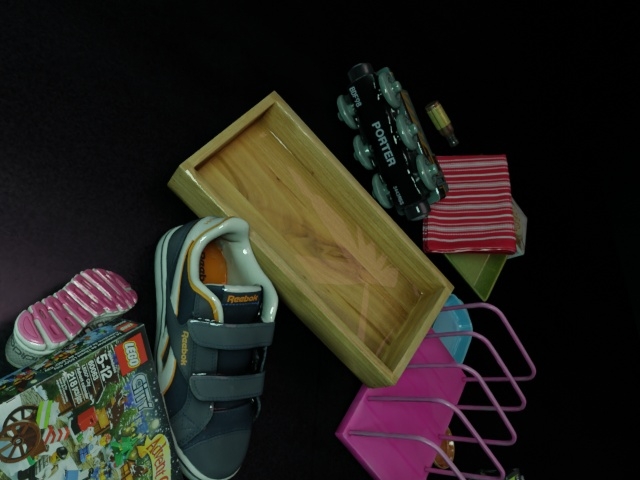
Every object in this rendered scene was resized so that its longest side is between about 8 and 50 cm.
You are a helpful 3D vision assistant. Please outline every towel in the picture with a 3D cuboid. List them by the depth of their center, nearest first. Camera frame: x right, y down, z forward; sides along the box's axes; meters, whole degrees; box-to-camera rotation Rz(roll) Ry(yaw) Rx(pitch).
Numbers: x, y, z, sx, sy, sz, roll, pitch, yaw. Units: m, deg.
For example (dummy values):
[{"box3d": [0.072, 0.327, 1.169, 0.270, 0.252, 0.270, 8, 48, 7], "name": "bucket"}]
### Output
[{"box3d": [0.333, -0.087, 1.217, 0.031, 0.199, 0.274, 76, 17, -58], "name": "towel"}]

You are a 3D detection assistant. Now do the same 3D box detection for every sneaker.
[{"box3d": [-0.259, 0.084, 0.557, 0.063, 0.075, 0.170, 44, 19, -2], "name": "sneaker"}, {"box3d": [-0.124, 0.123, 0.640, 0.126, 0.128, 0.320, 3, 72, -50], "name": "sneaker"}]

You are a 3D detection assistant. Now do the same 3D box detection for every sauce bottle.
[{"box3d": [0.321, -0.305, 1.407, 0.128, 0.042, 0.042, 55, 41, -19], "name": "sauce bottle"}]

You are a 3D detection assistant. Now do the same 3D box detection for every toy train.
[{"box3d": [0.154, -0.202, 1.106, 0.190, 0.142, 0.333, -21, 88, -63], "name": "toy train"}]

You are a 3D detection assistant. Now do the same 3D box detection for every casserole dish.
[{"box3d": [0.264, 0.194, 1.117, 0.114, 0.037, 0.188, 57, 40, -13], "name": "casserole dish"}]

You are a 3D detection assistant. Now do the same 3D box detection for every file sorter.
[{"box3d": [0.208, 0.267, 0.877, 0.202, 0.182, 0.290, 54, 49, -18], "name": "file sorter"}]

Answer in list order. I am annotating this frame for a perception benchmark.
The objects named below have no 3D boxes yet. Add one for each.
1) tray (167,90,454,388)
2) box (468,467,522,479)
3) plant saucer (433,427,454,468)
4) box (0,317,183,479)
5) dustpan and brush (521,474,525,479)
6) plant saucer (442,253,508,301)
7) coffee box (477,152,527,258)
[{"box3d": [0.000, 0.000, 0.788, 0.411, 0.076, 0.203, 47, 56, -9], "name": "tray"}, {"box3d": [0.342, 0.477, 1.039, 0.062, 0.083, 0.052, 2, 72, -48], "name": "box"}, {"box3d": [0.223, 0.382, 1.003, 0.084, 0.013, 0.083, 22, 58, -41], "name": "plant saucer"}, {"box3d": [-0.213, 0.211, 0.494, 0.159, 0.044, 0.232, -31, 120, -50], "name": "box"}, {"box3d": [0.414, 0.549, 1.098, 0.211, 0.060, 0.147, -14, 117, -56], "name": "dustpan and brush"}, {"box3d": [0.364, 0.017, 1.273, 0.188, 0.045, 0.188, 46, 64, -25], "name": "plant saucer"}, {"box3d": [0.426, -0.079, 1.376, 0.246, 0.098, 0.141, 47, 44, -25], "name": "coffee box"}]
